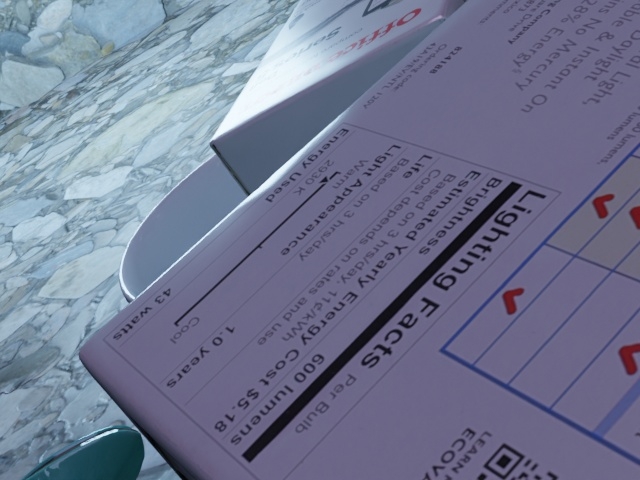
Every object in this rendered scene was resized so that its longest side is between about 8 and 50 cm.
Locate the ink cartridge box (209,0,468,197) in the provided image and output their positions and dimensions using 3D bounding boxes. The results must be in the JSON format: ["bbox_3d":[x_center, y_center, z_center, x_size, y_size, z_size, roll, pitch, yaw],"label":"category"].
[{"bbox_3d":[0.061,-0.135,0.835,0.198,0.115,0.273,-25,24,30],"label":"ink cartridge box"}]

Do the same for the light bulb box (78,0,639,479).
[{"bbox_3d":[0.144,0.063,0.505,0.358,0.225,0.361,-43,35,-14],"label":"light bulb box"}]

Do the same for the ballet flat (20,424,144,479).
[{"bbox_3d":[-0.233,0.242,0.878,0.247,0.083,0.087,-31,48,-1],"label":"ballet flat"}]

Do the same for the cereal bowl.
[{"bbox_3d":[0.000,0.000,0.979,0.339,0.141,0.339,-25,24,12],"label":"cereal bowl"}]
